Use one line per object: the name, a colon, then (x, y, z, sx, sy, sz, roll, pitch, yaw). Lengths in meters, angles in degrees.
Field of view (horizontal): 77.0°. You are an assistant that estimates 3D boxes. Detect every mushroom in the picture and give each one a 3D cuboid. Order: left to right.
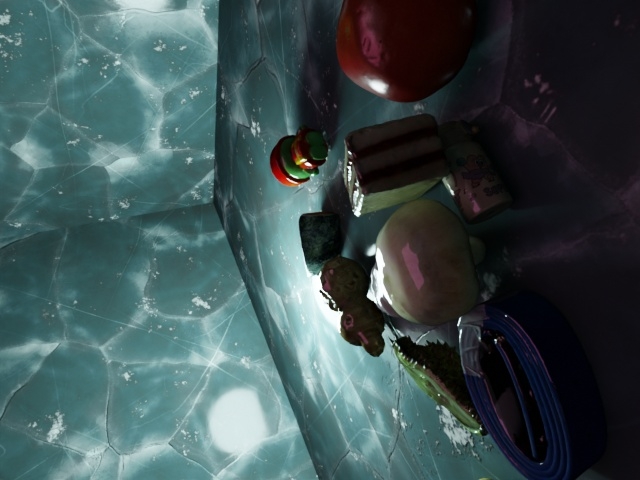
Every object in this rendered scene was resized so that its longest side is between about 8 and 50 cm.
mushroom: (0.243, 0.043, 0.840, 0.260, 0.234, 0.254, 96, 155, -48)

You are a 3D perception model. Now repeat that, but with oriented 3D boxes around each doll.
doll: (-0.103, -0.294, 1.498, 0.363, 0.160, 0.182, -14, 97, 66)

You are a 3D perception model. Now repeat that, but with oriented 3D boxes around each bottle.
bottle: (0.294, -0.146, 0.804, 0.110, 0.097, 0.209, -41, 63, 45)

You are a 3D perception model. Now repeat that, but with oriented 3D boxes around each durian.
durian: (0.299, 0.332, 1.019, 0.375, 0.106, 0.132, 44, 142, 49)

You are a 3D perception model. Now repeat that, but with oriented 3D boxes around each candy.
candy: (0.148, -0.151, 0.879, 0.320, 0.179, 0.135, 45, -150, -86)

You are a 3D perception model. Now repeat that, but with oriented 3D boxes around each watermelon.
watermelon: (0.000, 0.000, 1.512, 0.318, 0.148, 0.226, 84, 176, -48)

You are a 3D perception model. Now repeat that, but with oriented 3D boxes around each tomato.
tomato: (0.151, -0.422, 0.816, 0.298, 0.226, 0.298, 45, 144, 47)

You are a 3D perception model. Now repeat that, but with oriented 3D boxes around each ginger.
ginger: (0.103, 0.207, 1.318, 0.375, 0.176, 0.256, 61, 169, 28)

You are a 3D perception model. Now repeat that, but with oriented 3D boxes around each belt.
belt: (0.398, 0.276, 0.776, 0.212, 0.117, 0.347, -31, 76, 63)

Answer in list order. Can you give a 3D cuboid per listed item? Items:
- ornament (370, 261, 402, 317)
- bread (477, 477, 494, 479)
ornament: (0.219, 0.110, 1.039, 0.177, 0.177, 0.177, 41, 137, 52)
bread: (0.425, 0.657, 0.919, 0.213, 0.105, 0.213, 31, 127, 55)
